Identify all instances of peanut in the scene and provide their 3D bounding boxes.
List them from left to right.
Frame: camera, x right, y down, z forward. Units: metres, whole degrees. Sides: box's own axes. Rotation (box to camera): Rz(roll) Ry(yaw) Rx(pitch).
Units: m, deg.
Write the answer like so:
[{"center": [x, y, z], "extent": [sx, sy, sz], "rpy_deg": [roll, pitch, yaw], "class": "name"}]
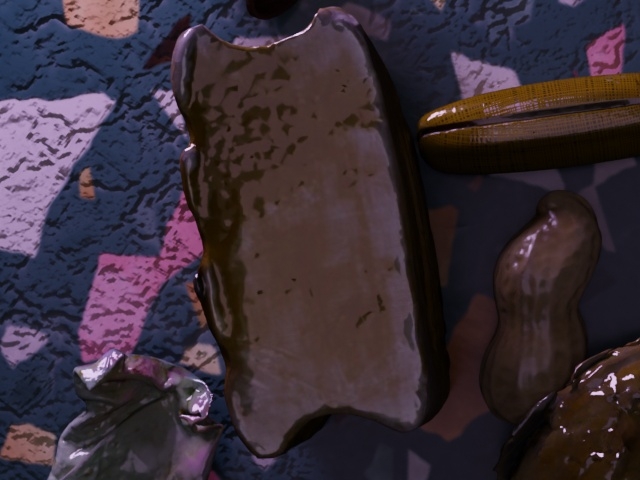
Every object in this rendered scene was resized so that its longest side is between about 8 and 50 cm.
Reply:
[{"center": [0.173, 0.053, 1.400], "extent": [0.082, 0.082, 0.187], "rpy_deg": [8, 90, 7], "class": "peanut"}]

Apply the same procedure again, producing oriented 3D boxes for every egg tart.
[{"center": [0.260, 0.192, 1.358], "extent": [0.252, 0.098, 0.232], "rpy_deg": [-6, 98, -6], "class": "egg tart"}]

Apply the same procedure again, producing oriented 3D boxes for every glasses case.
[{"center": [0.192, -0.090, 1.394], "extent": [0.234, 0.079, 0.064], "rpy_deg": [-7, 80, 7], "class": "glasses case"}]

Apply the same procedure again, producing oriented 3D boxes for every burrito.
[{"center": [-0.160, 0.206, 1.438], "extent": [0.144, 0.089, 0.229], "rpy_deg": [19, 93, -7], "class": "burrito"}]

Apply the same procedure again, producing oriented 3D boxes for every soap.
[{"center": [0.000, 0.000, 1.299], "extent": [0.156, 0.335, 0.293], "rpy_deg": [-8, 85, 6], "class": "soap"}]

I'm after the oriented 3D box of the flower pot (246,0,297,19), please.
[{"center": [-0.053, -0.243, 1.418], "extent": [0.089, 0.111, 0.111], "rpy_deg": [36, 94, 17], "class": "flower pot"}]
